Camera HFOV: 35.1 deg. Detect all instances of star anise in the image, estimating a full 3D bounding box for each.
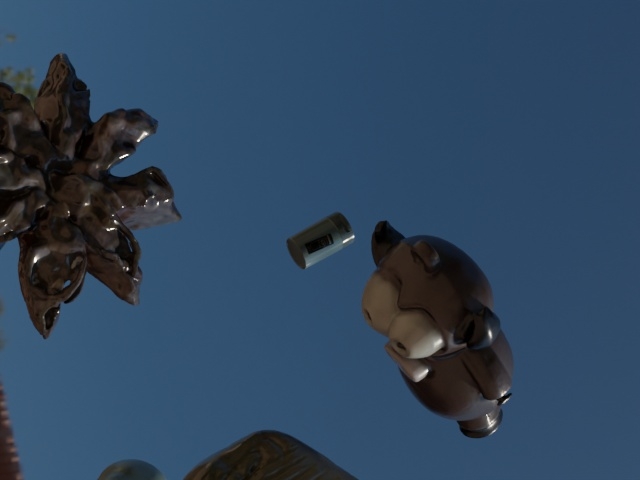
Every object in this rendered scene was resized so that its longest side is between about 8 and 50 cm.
[{"bbox_3d":[-0.291,-0.060,1.100,0.117,0.331,0.332,-17,-103,51],"label":"star anise"}]

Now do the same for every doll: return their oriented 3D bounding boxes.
[{"bbox_3d":[0.122,0.092,1.016,0.182,0.117,0.257,42,-14,41],"label":"doll"}]

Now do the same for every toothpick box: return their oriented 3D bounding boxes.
[{"bbox_3d":[0.000,0.000,1.424,0.052,0.083,0.052,49,-23,29],"label":"toothpick box"}]

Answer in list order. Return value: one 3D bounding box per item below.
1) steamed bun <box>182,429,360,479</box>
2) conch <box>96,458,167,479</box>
[{"bbox_3d":[-0.057,0.419,1.205,0.324,0.310,0.219,32,-40,1],"label":"steamed bun"},{"bbox_3d":[-0.241,0.303,0.994,0.121,0.221,0.185,45,-24,34],"label":"conch"}]
